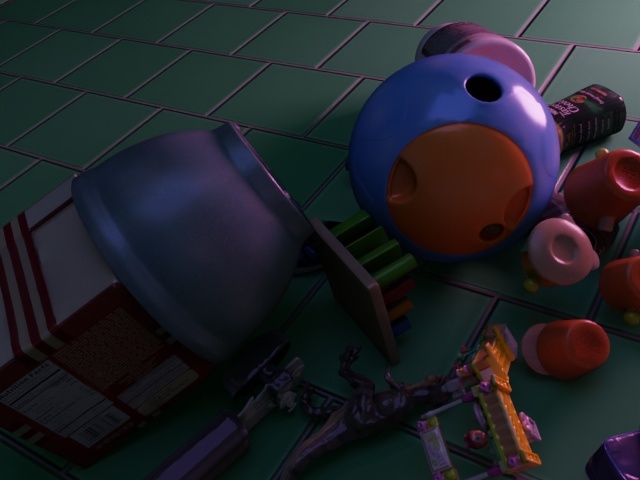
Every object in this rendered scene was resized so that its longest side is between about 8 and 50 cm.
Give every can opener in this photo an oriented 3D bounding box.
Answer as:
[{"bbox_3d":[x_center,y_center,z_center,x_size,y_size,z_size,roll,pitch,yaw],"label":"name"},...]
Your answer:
[{"bbox_3d":[-0.125,0.230,0.847,0.093,0.074,0.280,34,59,23],"label":"can opener"}]

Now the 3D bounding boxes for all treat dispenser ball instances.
[{"bbox_3d":[0.182,-0.112,0.974,0.288,0.288,0.288,-7,41,6],"label":"treat dispenser ball"}]

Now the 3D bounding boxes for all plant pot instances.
[{"bbox_3d":[-0.132,-0.023,0.873,0.196,0.293,0.293,-38,43,2],"label":"plant pot"}]

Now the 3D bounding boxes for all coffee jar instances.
[{"bbox_3d":[0.423,-0.200,1.205,0.184,0.079,0.096,-24,41,-13],"label":"coffee jar"}]

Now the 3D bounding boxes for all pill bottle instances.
[{"bbox_3d":[0.266,-0.307,1.268,0.161,0.161,0.283,-11,25,1],"label":"pill bottle"}]

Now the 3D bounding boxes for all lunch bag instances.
[{"bbox_3d":[0.323,0.250,0.725,0.067,0.065,0.098,-6,45,-16],"label":"lunch bag"}]

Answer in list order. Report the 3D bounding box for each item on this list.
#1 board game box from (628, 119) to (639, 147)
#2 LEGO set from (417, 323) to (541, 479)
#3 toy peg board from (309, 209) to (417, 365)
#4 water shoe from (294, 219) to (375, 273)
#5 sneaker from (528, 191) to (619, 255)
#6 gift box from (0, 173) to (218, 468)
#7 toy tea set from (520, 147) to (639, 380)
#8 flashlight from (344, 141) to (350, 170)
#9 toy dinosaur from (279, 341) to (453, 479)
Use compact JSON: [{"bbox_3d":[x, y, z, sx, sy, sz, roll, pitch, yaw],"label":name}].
[{"bbox_3d":[0.561,-0.117,1.019,0.194,0.060,0.194,9,31,-33],"label":"board game box"},{"bbox_3d":[0.177,0.191,0.799,0.107,0.132,0.287,-30,32,21],"label":"LEGO set"},{"bbox_3d":[0.071,0.052,0.932,0.079,0.160,0.161,-30,44,-11],"label":"toy peg board"},{"bbox_3d":[0.000,0.000,1.076,0.203,0.080,0.073,-3,41,10],"label":"water shoe"},{"bbox_3d":[0.340,-0.029,1.040,0.188,0.066,0.071,18,50,30],"label":"sneaker"},{"bbox_3d":[-0.312,0.111,0.905,0.255,0.276,0.258,-33,47,-5],"label":"gift box"},{"bbox_3d":[0.357,0.029,0.919,0.336,0.124,0.200,-42,84,-18],"label":"toy tea set"},{"bbox_3d":[0.203,-0.143,1.184,0.304,0.103,0.103,9,82,28],"label":"flashlight"},{"bbox_3d":[0.035,0.203,0.855,0.268,0.064,0.118,-28,50,-13],"label":"toy dinosaur"}]
